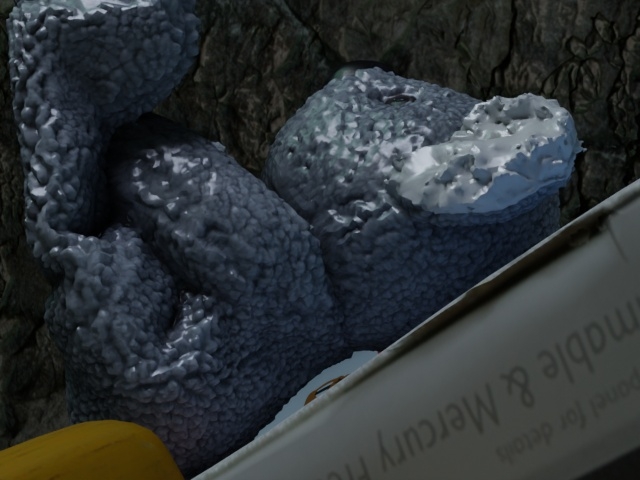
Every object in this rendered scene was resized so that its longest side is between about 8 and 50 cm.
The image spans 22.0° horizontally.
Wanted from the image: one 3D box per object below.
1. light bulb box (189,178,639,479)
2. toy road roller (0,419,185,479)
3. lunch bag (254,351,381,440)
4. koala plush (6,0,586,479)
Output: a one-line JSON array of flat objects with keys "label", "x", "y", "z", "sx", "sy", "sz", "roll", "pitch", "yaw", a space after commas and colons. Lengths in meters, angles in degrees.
[{"label": "light bulb box", "x": 0.114, "y": 0.122, "z": 0.563, "sx": 0.358, "sy": 0.225, "sz": 0.361, "roll": -35, "pitch": -11, "yaw": 35}, {"label": "toy road roller", "x": -0.082, "y": 0.191, "z": 0.363, "sx": 0.329, "sy": 0.240, "sz": 0.202, "roll": -33, "pitch": -9, "yaw": 31}, {"label": "lunch bag", "x": 0.058, "y": 0.239, "z": 1.195, "sx": 0.328, "sy": 0.239, "sz": 0.385, "roll": -29, "pitch": 15, "yaw": 13}, {"label": "koala plush", "x": 0.000, "y": 0.000, "z": 0.692, "sx": 0.221, "sy": 0.203, "sz": 0.196, "roll": -9, "pitch": -23, "yaw": -1}]
